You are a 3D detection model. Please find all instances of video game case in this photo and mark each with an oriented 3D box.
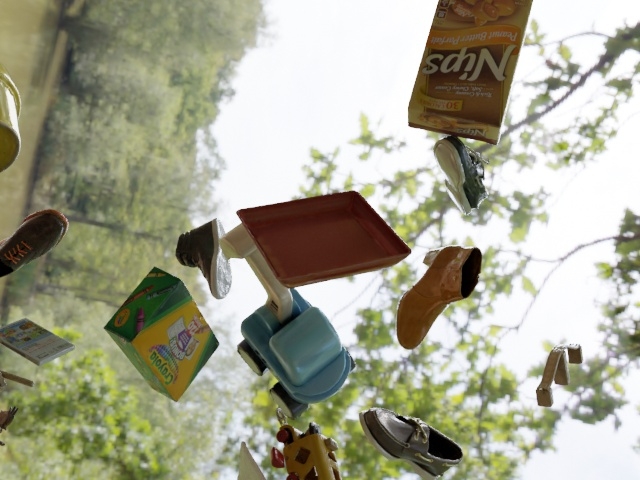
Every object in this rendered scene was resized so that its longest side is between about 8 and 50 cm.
[{"bbox_3d":[-0.508,0.177,1.456,0.087,0.122,0.011,-26,136,-60],"label":"video game case"}]

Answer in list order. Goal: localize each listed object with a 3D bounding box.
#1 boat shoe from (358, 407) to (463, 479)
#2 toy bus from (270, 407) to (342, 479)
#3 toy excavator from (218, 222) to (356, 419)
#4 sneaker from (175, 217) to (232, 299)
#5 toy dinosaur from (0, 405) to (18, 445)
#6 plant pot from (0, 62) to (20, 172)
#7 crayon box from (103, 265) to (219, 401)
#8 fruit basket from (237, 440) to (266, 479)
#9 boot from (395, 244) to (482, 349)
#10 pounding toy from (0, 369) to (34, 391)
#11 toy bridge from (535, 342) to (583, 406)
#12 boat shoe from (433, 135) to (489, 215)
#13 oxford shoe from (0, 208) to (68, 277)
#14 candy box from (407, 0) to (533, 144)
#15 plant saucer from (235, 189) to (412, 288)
[{"bbox_3d":[0.208,0.449,1.870,0.097,0.324,0.116,-33,-139,20],"label":"boat shoe"},{"bbox_3d":[-0.016,0.443,1.704,0.202,0.104,0.191,62,13,-7],"label":"toy bus"},{"bbox_3d":[-0.086,0.189,2.036,0.433,0.222,0.445,50,-21,11],"label":"toy excavator"},{"bbox_3d":[-0.351,0.073,2.451,0.104,0.147,0.295,59,15,-47],"label":"sneaker"},{"bbox_3d":[-0.803,0.380,1.895,0.127,0.200,0.295,-37,169,-2],"label":"toy dinosaur"},{"bbox_3d":[-0.815,-0.281,1.930,0.239,0.254,0.254,52,-48,36],"label":"plant pot"},{"bbox_3d":[-0.327,0.202,1.743,0.165,0.081,0.278,-54,150,-24],"label":"crayon box"},{"bbox_3d":[-0.027,0.456,1.156,0.327,0.165,0.353,57,-26,21],"label":"fruit basket"},{"bbox_3d":[0.303,0.147,2.109,0.211,0.104,0.295,1,-110,67],"label":"boot"},{"bbox_3d":[-0.588,0.231,1.404,0.141,0.100,0.130,-35,-100,31],"label":"pounding toy"},{"bbox_3d":[0.403,0.213,1.395,0.026,0.188,0.063,-2,-74,35],"label":"toy bridge"},{"bbox_3d":[0.297,-0.141,1.687,0.095,0.079,0.254,52,-3,38],"label":"boat shoe"},{"bbox_3d":[-0.699,0.020,1.957,0.271,0.097,0.098,-33,-157,29],"label":"oxford shoe"},{"bbox_3d":[0.297,-0.359,1.628,0.087,0.183,0.316,70,35,-69],"label":"candy box"},{"bbox_3d":[0.000,0.000,1.541,0.259,0.258,0.047,-126,-148,-52],"label":"plant saucer"}]
